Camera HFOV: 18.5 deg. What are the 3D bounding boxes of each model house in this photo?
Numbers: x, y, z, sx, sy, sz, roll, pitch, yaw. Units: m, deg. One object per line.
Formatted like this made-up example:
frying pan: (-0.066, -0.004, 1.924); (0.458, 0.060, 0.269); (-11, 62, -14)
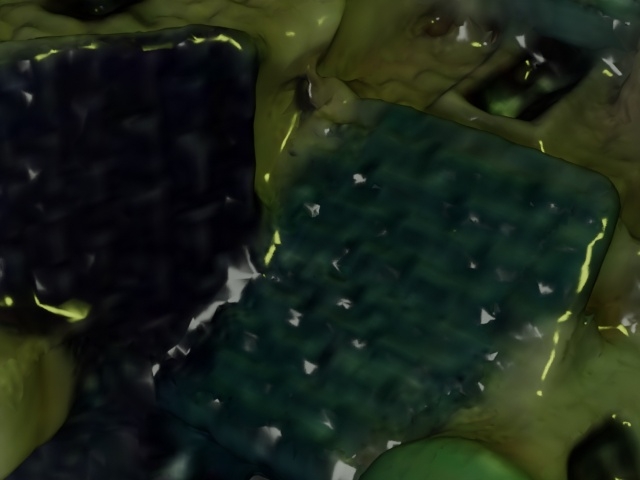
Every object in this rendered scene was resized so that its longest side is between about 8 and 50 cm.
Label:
model house: (-0.001, 0.002, 0.679); (0.298, 0.284, 0.243); (21, 129, 31)
